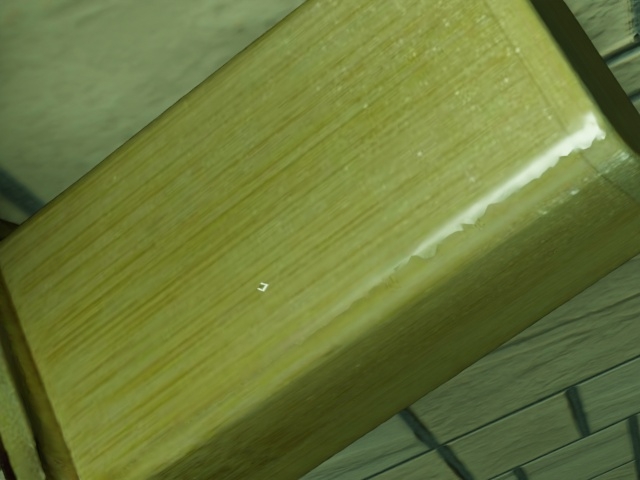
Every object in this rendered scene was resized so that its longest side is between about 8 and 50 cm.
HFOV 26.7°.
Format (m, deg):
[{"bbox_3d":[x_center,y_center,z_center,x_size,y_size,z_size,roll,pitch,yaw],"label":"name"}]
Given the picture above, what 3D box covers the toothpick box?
[{"bbox_3d":[0.000,0.000,0.653,0.308,0.187,0.190,-36,153,19],"label":"toothpick box"}]
